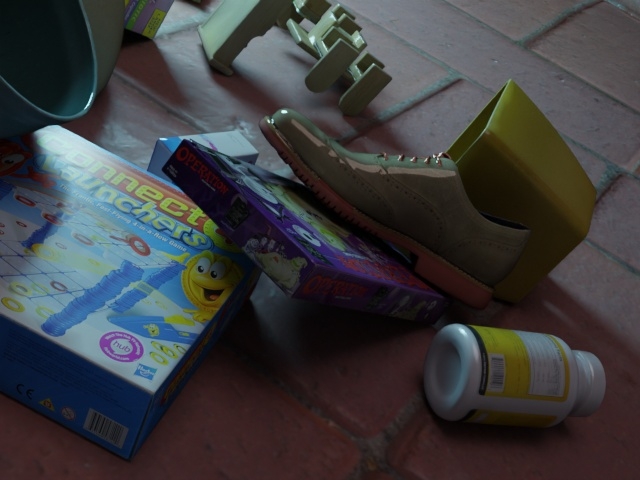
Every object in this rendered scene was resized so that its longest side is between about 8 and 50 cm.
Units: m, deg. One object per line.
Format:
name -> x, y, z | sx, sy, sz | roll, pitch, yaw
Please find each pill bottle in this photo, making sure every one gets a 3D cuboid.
pill bottle -> 0.212, 0.149, 1.115 | 0.184, 0.103, 0.103 | 9, 35, -24

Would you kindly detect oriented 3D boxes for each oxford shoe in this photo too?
oxford shoe -> 0.089, -0.064, 1.202 | 0.348, 0.130, 0.123 | 34, 11, -15

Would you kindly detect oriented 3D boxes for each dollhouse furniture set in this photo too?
dollhouse furniture set -> -0.044, -0.303, 1.619 | 0.242, 0.161, 0.212 | 30, 24, -36

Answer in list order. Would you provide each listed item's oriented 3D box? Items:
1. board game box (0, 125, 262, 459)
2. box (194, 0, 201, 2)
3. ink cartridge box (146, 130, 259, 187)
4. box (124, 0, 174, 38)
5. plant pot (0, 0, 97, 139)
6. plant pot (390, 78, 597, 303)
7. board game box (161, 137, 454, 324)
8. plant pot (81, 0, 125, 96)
board game box -> -0.240, 0.026, 1.008 | 0.308, 0.086, 0.302 | 27, 32, 4
box -> -0.292, -0.485, 1.770 | 0.225, 0.036, 0.136 | 23, 31, -5
ink cartridge box -> -0.143, -0.077, 1.221 | 0.122, 0.088, 0.052 | -14, 48, -45
box -> -0.313, -0.457, 1.524 | 0.243, 0.213, 0.117 | 34, 10, 14
plant pot -> -0.384, -0.218, 1.017 | 0.293, 0.196, 0.293 | -21, 90, -75
plant pot -> 0.237, -0.047, 1.344 | 0.187, 0.212, 0.212 | 39, 32, -2
board game box -> 0.000, 0.000, 1.122 | 0.208, 0.056, 0.347 | 47, 14, 26
plant pot -> -0.359, -0.323, 1.266 | 0.284, 0.191, 0.284 | 17, 50, -22
